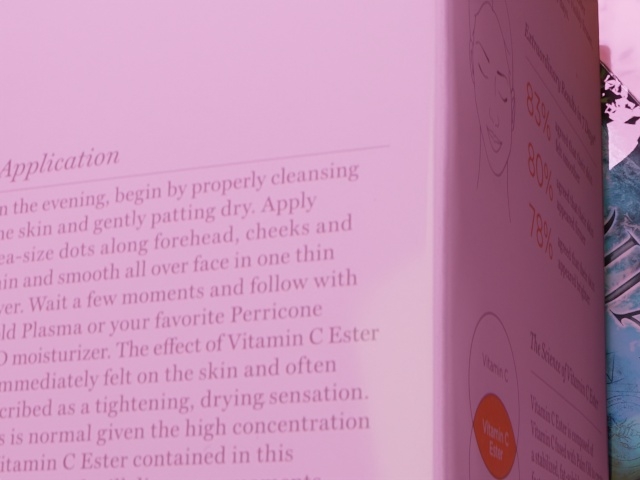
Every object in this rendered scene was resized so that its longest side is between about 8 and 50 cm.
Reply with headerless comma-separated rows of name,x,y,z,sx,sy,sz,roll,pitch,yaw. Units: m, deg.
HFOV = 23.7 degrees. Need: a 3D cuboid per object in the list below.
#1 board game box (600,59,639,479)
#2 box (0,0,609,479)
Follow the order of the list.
board game box,0.111,0.007,0.645,0.126,0.026,0.186,-36,64,-2
box,0.000,0.000,0.546,0.168,0.215,0.345,-5,71,22
